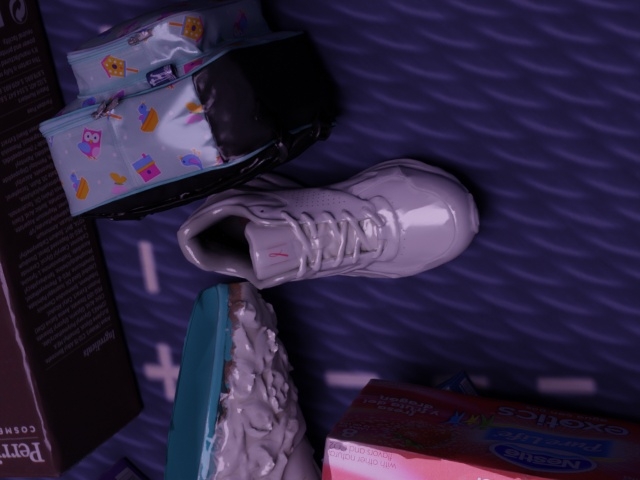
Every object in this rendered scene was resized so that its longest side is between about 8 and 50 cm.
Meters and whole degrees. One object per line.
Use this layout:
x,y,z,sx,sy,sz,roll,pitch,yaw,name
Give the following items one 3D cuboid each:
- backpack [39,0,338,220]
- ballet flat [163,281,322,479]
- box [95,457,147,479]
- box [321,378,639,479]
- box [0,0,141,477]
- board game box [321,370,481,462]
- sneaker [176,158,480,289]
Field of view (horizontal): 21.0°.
-0.108,-0.093,1.242,0.188,0.166,0.144,-26,94,28,backpack
-0.069,0.233,1.357,0.147,0.147,0.408,14,95,21,ballet flat
-0.123,0.356,1.478,0.293,0.057,0.201,41,121,7,box
0.154,0.209,1.203,0.300,0.142,0.154,10,105,13,box
-0.297,-0.005,1.387,0.191,0.143,0.381,-6,107,28,box
0.110,0.217,1.325,0.136,0.035,0.201,-34,91,31,board game box
0.000,0.000,1.252,0.232,0.115,0.090,-5,106,28,sneaker
